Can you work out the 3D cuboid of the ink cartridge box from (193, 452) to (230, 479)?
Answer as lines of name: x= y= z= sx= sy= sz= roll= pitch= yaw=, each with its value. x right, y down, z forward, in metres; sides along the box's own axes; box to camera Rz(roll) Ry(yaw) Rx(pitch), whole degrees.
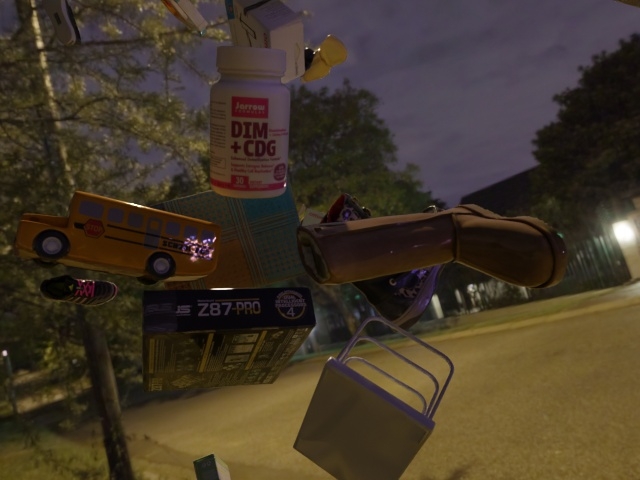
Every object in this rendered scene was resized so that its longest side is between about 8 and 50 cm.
ink cartridge box: x=-0.225 y=0.623 z=1.169 sx=0.056 sy=0.235 sz=0.171 roll=-18 pitch=-32 yaw=-9

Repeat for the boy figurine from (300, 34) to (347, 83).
boy figurine: x=0.000 y=-0.572 z=1.633 sx=0.177 sy=0.092 sz=0.285 roll=-52 pitch=20 yaw=-3

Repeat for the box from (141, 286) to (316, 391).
box: x=-0.214 y=0.223 z=1.099 sx=0.318 sy=0.097 sz=0.395 roll=-1 pitch=-30 yaw=-19

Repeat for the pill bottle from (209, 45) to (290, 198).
pill bottle: x=-0.142 y=-0.237 z=1.040 sx=0.160 sy=0.283 sz=0.160 roll=3 pitch=18 yaw=-1

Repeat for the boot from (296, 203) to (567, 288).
boot: x=0.130 y=0.020 z=0.665 sx=0.269 sy=0.089 sz=0.236 roll=-8 pitch=15 yaw=-18

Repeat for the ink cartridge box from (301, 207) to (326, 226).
ink cartridge box: x=0.000 y=0.000 z=1.705 sx=0.128 sy=0.176 sz=0.127 roll=19 pitch=-2 yaw=15

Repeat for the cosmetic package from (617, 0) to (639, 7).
cosmetic package: x=0.555 y=-0.351 z=0.665 sx=0.153 sy=0.296 sz=0.129 roll=-37 pitch=-33 yaw=-36

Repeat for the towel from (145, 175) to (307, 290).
towel: x=-0.226 y=-0.001 z=1.301 sx=0.370 sy=0.271 sz=0.040 roll=-15 pitch=7 yaw=-12

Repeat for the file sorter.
file sorter: x=0.098 y=0.305 z=0.947 sx=0.173 sy=0.193 sz=0.278 roll=-44 pitch=-22 yaw=-47

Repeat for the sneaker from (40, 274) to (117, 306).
sneaker: x=-0.564 y=0.114 z=1.194 sx=0.170 sy=0.063 sz=0.075 roll=4 pitch=-18 yaw=-11

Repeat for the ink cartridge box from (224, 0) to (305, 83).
ink cartridge box: x=-0.127 y=-0.473 z=1.176 sx=0.086 sy=0.203 sz=0.148 roll=-30 pitch=-31 yaw=-18

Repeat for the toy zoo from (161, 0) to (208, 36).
toy zoo: x=-0.392 y=-0.634 z=1.301 sx=0.030 sy=0.192 sz=0.293 roll=-46 pitch=-44 yaw=-2

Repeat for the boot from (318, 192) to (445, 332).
boot: x=0.152 y=-0.008 z=1.202 sx=0.138 sy=0.284 sz=0.377 roll=-39 pitch=17 yaw=52

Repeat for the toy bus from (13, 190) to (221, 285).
toy bus: x=-0.358 y=0.002 z=0.937 sx=0.332 sy=0.130 sz=0.108 roll=14 pitch=-17 yaw=-28

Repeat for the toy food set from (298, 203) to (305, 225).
toy food set: x=-0.046 y=-0.036 z=1.855 sx=0.038 sy=0.132 sz=0.192 roll=25 pitch=-12 yaw=28

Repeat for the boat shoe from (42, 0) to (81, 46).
boat shoe: x=-0.550 y=-0.480 z=1.096 sx=0.049 sy=0.142 sz=0.040 roll=-15 pitch=4 yaw=13
